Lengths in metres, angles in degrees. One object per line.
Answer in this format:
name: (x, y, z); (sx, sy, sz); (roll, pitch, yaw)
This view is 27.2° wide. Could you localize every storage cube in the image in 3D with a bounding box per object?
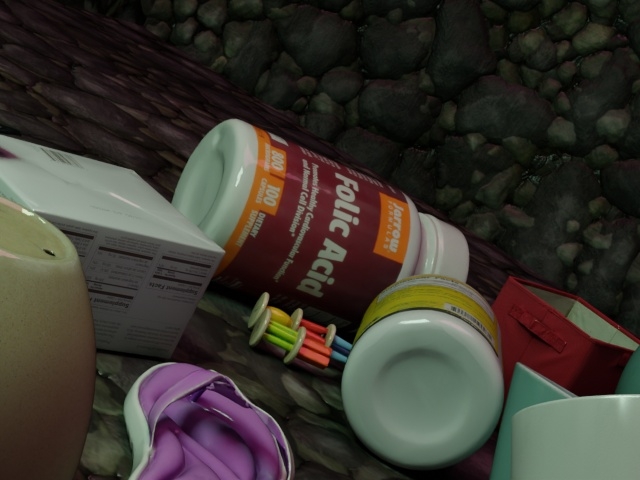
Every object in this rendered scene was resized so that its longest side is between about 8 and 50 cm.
storage cube: (0.337, 0.191, 1.910); (0.215, 0.193, 0.183); (17, 16, -45)

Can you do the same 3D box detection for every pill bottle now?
pill bottle: (0.133, 0.147, 1.649); (0.188, 0.188, 0.334); (29, 12, 2)
pill bottle: (0.000, 0.000, 1.872); (0.392, 0.224, 0.224); (22, 14, -25)

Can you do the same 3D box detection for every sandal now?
sandal: (-0.090, 0.184, 1.202); (0.169, 0.102, 0.416); (26, 12, -11)

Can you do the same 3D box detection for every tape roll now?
tape roll: (0.291, 0.242, 1.178); (0.246, 0.169, 0.246); (3, -18, 1)

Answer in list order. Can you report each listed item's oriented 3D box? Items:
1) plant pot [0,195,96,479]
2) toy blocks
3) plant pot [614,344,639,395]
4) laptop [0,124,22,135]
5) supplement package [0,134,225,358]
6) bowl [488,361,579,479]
plant pot: (-0.290, 0.066, 1.040); (0.284, 0.191, 0.284); (27, 13, -7)
toy blocks: (-0.016, 0.131, 1.701); (0.148, 0.054, 0.123); (26, 12, -11)
plant pot: (0.514, 0.228, 1.713); (0.293, 0.293, 0.235); (38, -29, 38)
laptop: (-0.470, -0.082, 1.278); (0.234, 0.264, 0.137); (19, -30, 18)
supplement package: (-0.279, 0.004, 1.424); (0.262, 0.145, 0.204); (15, 18, -48)
bowl: (0.311, 0.283, 1.468); (0.311, 0.163, 0.311); (32, 0, 0)
